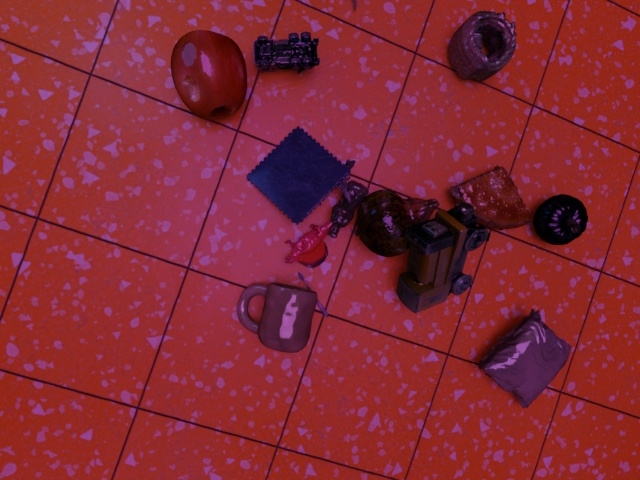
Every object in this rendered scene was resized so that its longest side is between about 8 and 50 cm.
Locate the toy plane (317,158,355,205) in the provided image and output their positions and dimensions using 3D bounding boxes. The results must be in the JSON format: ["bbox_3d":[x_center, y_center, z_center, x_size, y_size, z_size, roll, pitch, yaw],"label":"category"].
[{"bbox_3d":[0.043,-0.207,1.410,0.226,0.058,0.226,39,80,23],"label":"toy plane"}]

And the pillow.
[{"bbox_3d":[0.770,0.439,1.514,0.310,0.138,0.283,-46,105,-3],"label":"pillow"}]

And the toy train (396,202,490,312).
[{"bbox_3d":[0.395,0.063,1.362,0.253,0.160,0.397,-17,132,-20],"label":"toy train"}]

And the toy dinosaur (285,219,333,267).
[{"bbox_3d":[0.001,0.008,1.436,0.286,0.070,0.139,-36,108,-16],"label":"toy dinosaur"}]

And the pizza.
[{"bbox_3d":[0.632,-0.160,1.504,0.335,0.086,0.226,18,84,-10],"label":"pizza"}]

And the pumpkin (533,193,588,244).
[{"bbox_3d":[0.886,-0.078,1.517,0.194,0.150,0.194,6,77,-25],"label":"pumpkin"}]

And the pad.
[{"bbox_3d":[-0.077,-0.225,1.391,0.269,0.012,0.269,42,85,14],"label":"pad"}]

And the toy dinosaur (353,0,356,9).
[{"bbox_3d":[0.093,-0.912,1.435,0.106,0.044,0.188,13,102,5],"label":"toy dinosaur"}]

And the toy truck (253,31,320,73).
[{"bbox_3d":[-0.111,-0.616,1.375,0.215,0.116,0.110,-4,91,-1],"label":"toy truck"}]

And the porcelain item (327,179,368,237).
[{"bbox_3d":[0.081,-0.103,1.403,0.081,0.069,0.216,33,69,-3],"label":"porcelain item"}]

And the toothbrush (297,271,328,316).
[{"bbox_3d":[-0.025,0.194,1.453,0.013,0.019,0.193,-34,97,-7],"label":"toothbrush"}]

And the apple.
[{"bbox_3d":[-0.341,-0.510,1.281,0.242,0.242,0.241,-15,100,-7],"label":"apple"}]

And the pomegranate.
[{"bbox_3d":[0.251,-0.078,1.385,0.276,0.204,0.222,-40,129,-4],"label":"pomegranate"}]

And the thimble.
[{"bbox_3d":[0.571,-0.683,1.449,0.218,0.150,0.219,0,91,-9],"label":"thimble"}]

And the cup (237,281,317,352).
[{"bbox_3d":[-0.150,0.246,1.357,0.255,0.173,0.202,13,88,-9],"label":"cup"}]
